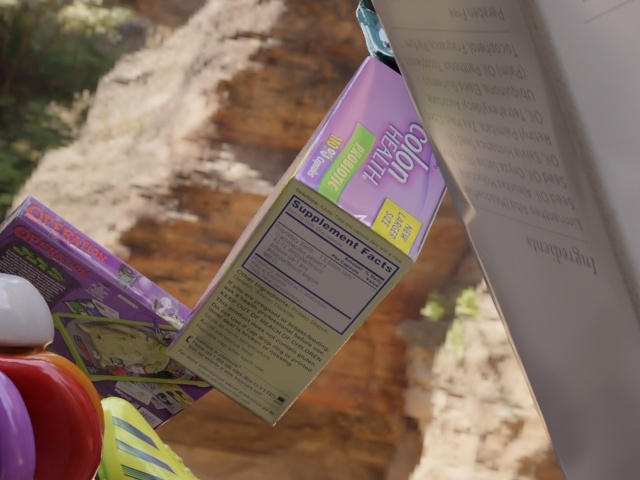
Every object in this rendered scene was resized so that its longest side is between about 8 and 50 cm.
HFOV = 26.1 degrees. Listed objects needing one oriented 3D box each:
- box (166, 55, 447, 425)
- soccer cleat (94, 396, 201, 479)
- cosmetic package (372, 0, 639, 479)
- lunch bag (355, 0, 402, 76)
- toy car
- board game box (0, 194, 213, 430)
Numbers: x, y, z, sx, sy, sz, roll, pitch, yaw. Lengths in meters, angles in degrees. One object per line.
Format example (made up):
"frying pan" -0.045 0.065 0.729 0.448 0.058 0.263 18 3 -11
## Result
"box" 0.000 0.000 1.204 0.117 0.243 0.213 35 39 -5
"soccer cleat" -0.129 0.260 1.300 0.121 0.289 0.093 -28 -33 -3
"cosmetic package" 0.191 -0.028 0.595 0.230 0.453 0.161 -26 16 -13
"lunch bag" 0.176 -0.170 1.275 0.223 0.160 0.262 27 -10 -30
"toy car" -0.185 0.101 0.703 0.136 0.159 0.182 10 5 33
"board game box" -0.292 0.103 1.795 0.347 0.056 0.208 38 -44 -18
